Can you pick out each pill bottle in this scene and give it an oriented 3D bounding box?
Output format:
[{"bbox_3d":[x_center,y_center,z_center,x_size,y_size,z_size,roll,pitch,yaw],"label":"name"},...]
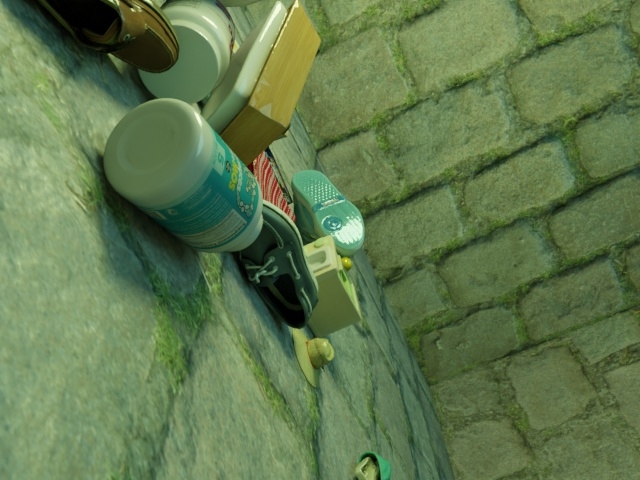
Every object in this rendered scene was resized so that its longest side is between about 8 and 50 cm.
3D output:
[{"bbox_3d":[-0.242,-0.353,1.202,0.283,0.160,0.160,-97,161,-61],"label":"pill bottle"},{"bbox_3d":[-0.174,-0.073,0.932,0.264,0.146,0.146,50,18,-62],"label":"pill bottle"}]

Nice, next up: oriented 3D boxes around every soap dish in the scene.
[{"bbox_3d":[-0.118,-0.269,1.197,0.118,0.229,0.290,32,53,-20],"label":"soap dish"}]

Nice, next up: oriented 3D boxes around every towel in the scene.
[{"bbox_3d":[-0.099,-0.068,1.342,0.198,0.031,0.274,-93,166,-44],"label":"towel"}]

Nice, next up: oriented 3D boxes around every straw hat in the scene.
[{"bbox_3d":[-0.004,0.240,1.410,0.144,0.061,0.144,-24,90,-81],"label":"straw hat"}]

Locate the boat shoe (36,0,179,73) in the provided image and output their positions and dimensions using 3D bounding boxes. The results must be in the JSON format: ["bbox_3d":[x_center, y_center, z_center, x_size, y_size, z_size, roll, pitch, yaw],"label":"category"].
[{"bbox_3d":[-0.308,-0.309,0.922,0.307,0.111,0.104,33,37,-57],"label":"boat shoe"}]

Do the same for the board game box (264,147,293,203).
[{"bbox_3d":[-0.135,-0.166,1.728,0.141,0.048,0.170,-37,103,-80],"label":"board game box"}]

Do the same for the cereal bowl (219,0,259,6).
[{"bbox_3d":[-0.202,-0.579,1.259,0.339,0.339,0.141,55,36,-53],"label":"cereal bowl"}]

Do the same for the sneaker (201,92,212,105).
[{"bbox_3d":[-0.250,-0.343,1.441,0.212,0.080,0.094,55,26,-57],"label":"sneaker"}]

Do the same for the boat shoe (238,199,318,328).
[{"bbox_3d":[-0.088,0.048,1.245,0.099,0.116,0.319,-83,154,-43],"label":"boat shoe"}]

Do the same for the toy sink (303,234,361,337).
[{"bbox_3d":[-0.005,0.087,1.576,0.152,0.131,0.234,-99,163,-60],"label":"toy sink"}]

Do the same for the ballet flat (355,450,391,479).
[{"bbox_3d":[0.101,0.512,1.336,0.087,0.083,0.247,41,12,-6],"label":"ballet flat"}]

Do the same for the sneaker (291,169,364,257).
[{"bbox_3d":[0.019,-0.025,1.783,0.208,0.127,0.319,94,-25,-44],"label":"sneaker"}]

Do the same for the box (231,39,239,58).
[{"bbox_3d":[-0.261,-0.454,1.507,0.103,0.114,0.203,-103,168,-47],"label":"box"}]

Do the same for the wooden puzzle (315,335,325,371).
[{"bbox_3d":[-0.001,0.259,1.492,0.049,0.006,0.083,98,-22,-54],"label":"wooden puzzle"}]

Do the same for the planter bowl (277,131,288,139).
[{"bbox_3d":[-0.169,-0.328,1.745,0.162,0.109,0.162,-23,90,-81],"label":"planter bowl"}]

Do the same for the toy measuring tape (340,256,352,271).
[{"bbox_3d":[0.000,0.000,2.009,0.330,0.121,0.121,51,-5,43],"label":"toy measuring tape"}]
